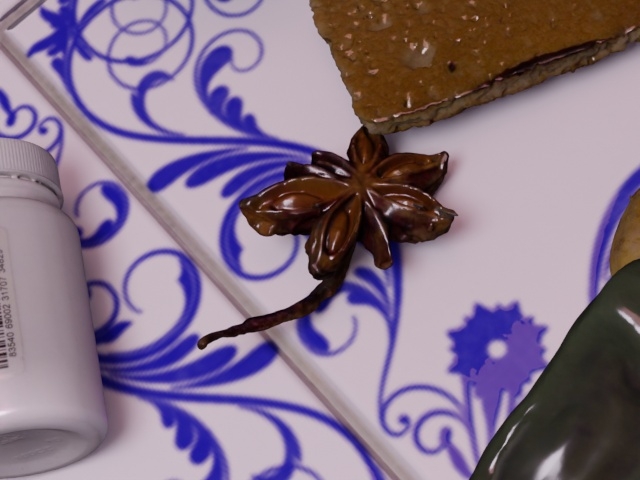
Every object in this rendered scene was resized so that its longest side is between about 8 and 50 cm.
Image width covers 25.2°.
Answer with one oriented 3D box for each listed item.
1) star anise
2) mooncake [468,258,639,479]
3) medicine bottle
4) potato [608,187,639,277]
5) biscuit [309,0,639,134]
[{"bbox_3d":[0.000,0.000,0.845,0.190,0.070,0.097,-32,65,-23],"label":"star anise"},{"bbox_3d":[0.152,0.094,0.723,0.168,0.175,0.104,-33,61,-31],"label":"mooncake"},{"bbox_3d":[-0.190,0.040,0.858,0.102,0.103,0.187,-17,65,6],"label":"medicine bottle"},{"bbox_3d":[0.194,0.002,0.820,0.051,0.040,0.083,14,69,31],"label":"potato"},{"bbox_3d":[0.115,-0.147,0.897,0.230,0.025,0.131,-20,55,-1],"label":"biscuit"}]
